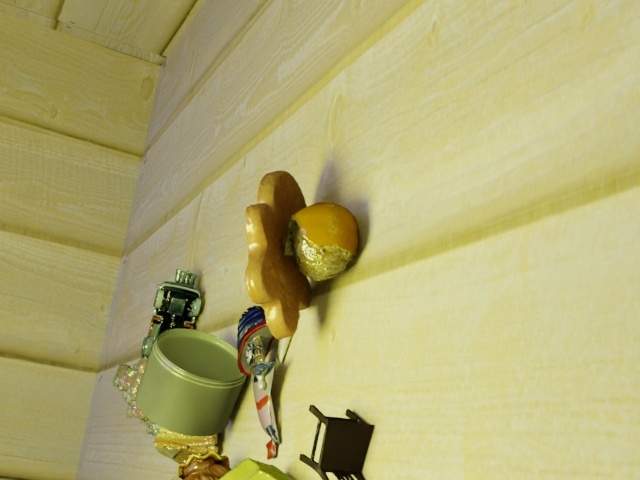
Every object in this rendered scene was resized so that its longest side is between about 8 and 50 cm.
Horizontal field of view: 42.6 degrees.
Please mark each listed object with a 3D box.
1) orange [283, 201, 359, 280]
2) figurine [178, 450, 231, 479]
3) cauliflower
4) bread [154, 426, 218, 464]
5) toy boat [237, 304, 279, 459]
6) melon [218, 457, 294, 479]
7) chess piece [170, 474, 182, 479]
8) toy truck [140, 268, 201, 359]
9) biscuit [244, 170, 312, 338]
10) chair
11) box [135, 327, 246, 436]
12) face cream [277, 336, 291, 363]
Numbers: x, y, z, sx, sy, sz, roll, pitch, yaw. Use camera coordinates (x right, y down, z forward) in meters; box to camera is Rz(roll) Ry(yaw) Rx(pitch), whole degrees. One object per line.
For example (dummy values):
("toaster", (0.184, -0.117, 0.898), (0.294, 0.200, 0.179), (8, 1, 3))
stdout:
("orange", (0.000, 0.000, 1.538), (0.156, 0.134, 0.157), (-161, 90, -77))
("figurine", (-0.219, 0.550, 1.675), (0.263, 0.142, 0.189), (-110, -1, -52))
("cauliflower", (-0.418, 0.418, 2.198), (0.315, 0.239, 0.256), (120, 132, -70))
("bread", (-0.312, 0.459, 1.958), (0.127, 0.152, 0.147), (-57, 20, 34))
("toy boat", (-0.126, 0.299, 1.746), (0.219, 0.072, 0.318), (150, 115, -67))
("melon", (-0.084, 0.483, 1.390), (0.196, 0.124, 0.323), (-42, 24, -23))
("chess piece", (-0.285, 0.591, 1.899), (0.170, 0.094, 0.094), (-19, 59, 54))
("toy truck", (-0.440, 0.247, 2.399), (0.184, 0.133, 0.338), (-144, 68, -75))
("biscuit", (-0.082, 0.014, 1.604), (0.052, 0.275, 0.355), (-11, 46, 17))
("chair", (0.045, 0.340, 1.287), (0.212, 0.084, 0.101), (-162, 84, -67))
("box", (-0.294, 0.323, 1.887), (0.149, 0.226, 0.226), (-67, 24, 17))
("face cream", (-0.073, 0.202, 1.717), (0.038, 0.020, 0.115), (-128, 54, -66))
